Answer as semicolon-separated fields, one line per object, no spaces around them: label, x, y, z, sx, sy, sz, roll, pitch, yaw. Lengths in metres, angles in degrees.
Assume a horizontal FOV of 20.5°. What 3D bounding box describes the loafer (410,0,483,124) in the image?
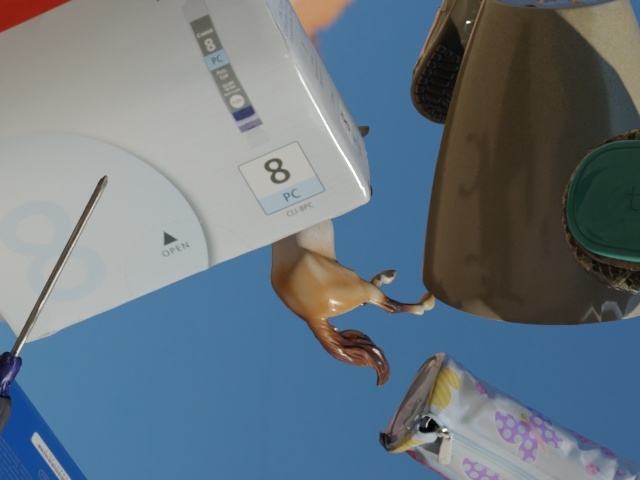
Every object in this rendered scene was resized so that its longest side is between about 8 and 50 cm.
loafer;0.174;-0.249;1.879;0.268;0.102;0.092;-54;-163;2

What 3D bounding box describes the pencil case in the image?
pencil case;0.198;0.217;1.754;0.113;0.273;0.124;-61;-171;-5

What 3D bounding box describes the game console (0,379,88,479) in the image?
game console;-0.285;0.248;1.280;0.173;0.293;0.250;-23;-159;22

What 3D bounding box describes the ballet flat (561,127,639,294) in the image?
ballet flat;0.401;0.000;1.232;0.483;0.182;0.164;6;-101;43

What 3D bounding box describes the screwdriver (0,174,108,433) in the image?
screwdriver;-0.144;0.044;0.868;0.170;0.024;0.025;-63;-172;-2

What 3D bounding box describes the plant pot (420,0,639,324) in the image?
plant pot;0.218;-0.097;1.638;0.256;0.257;0.274;32;-51;57

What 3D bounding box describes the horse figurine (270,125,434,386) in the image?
horse figurine;0.000;0.000;1.540;0.066;0.174;0.263;-31;-107;46

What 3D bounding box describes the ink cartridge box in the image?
ink cartridge box;-0.179;-0.132;1.295;0.308;0.385;0.091;-22;-147;14
